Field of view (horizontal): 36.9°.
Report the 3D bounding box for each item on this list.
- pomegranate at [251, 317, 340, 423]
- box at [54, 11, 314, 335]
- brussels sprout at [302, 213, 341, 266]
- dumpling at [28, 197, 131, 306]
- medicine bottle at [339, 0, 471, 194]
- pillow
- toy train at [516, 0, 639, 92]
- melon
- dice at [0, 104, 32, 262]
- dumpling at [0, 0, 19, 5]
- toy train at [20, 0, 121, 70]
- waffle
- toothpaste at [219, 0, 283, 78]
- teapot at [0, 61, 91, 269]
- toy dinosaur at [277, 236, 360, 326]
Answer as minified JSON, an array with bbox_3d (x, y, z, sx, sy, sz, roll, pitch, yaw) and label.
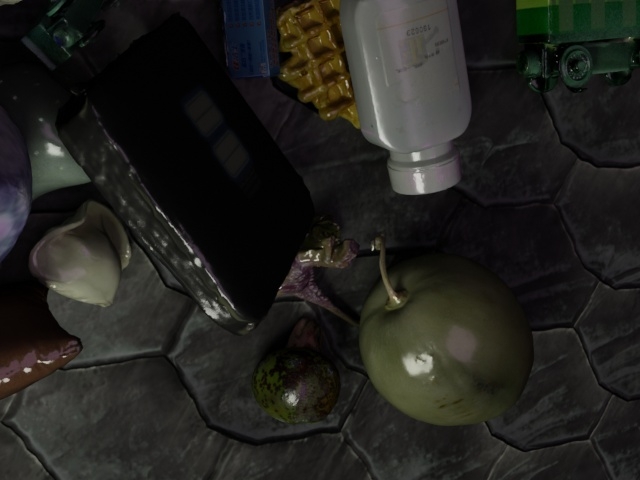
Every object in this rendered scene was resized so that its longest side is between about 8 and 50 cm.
[{"bbox_3d":[-0.027,0.206,1.451,0.126,0.138,0.163,55,47,-15],"label":"pomegranate"},{"bbox_3d":[-0.147,-0.091,1.201,0.091,0.359,0.350,-27,109,26],"label":"box"},{"bbox_3d":[0.000,0.000,1.445,0.085,0.058,0.085,1,89,-35],"label":"brussels sprout"},{"bbox_3d":[-0.309,0.011,1.266,0.169,0.099,0.134,27,76,-40],"label":"dumpling"},{"bbox_3d":[0.128,-0.219,1.354,0.161,0.111,0.296,-21,113,-18],"label":"medicine bottle"},{"bbox_3d":[-0.446,0.146,1.133,0.305,0.308,0.108,-27,109,-16],"label":"pillow"},{"bbox_3d":[0.438,-0.339,1.526,0.300,0.120,0.203,-10,103,-22],"label":"toy train"},{"bbox_3d":[0.194,0.153,1.463,0.308,0.271,0.272,11,98,-37],"label":"melon"},{"bbox_3d":[-0.499,-0.061,1.019,0.271,0.270,0.270,-46,76,20],"label":"dice"},{"bbox_3d":[-0.497,-0.407,1.062,0.394,0.233,0.316,9,67,-13],"label":"dumpling"},{"bbox_3d":[-0.304,-0.282,1.183,0.099,0.172,0.070,-28,121,29],"label":"toy train"},{"bbox_3d":[0.073,-0.302,1.398,0.309,0.065,0.283,15,99,-30],"label":"waffle"},{"bbox_3d":[-0.100,-0.355,1.286,0.066,0.053,0.272,-1,103,18],"label":"toothpaste"},{"bbox_3d":[-0.375,-0.088,1.192,0.183,0.183,0.251,34,98,-28],"label":"teapot"},{"bbox_3d":[-0.029,0.065,1.426,0.199,0.072,0.251,5,138,2],"label":"toy dinosaur"}]
